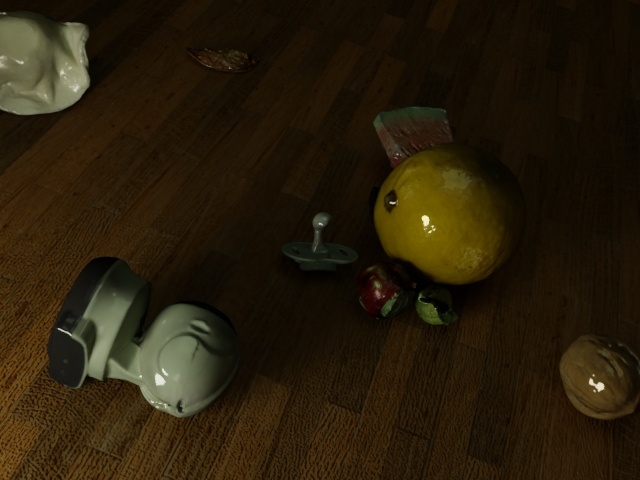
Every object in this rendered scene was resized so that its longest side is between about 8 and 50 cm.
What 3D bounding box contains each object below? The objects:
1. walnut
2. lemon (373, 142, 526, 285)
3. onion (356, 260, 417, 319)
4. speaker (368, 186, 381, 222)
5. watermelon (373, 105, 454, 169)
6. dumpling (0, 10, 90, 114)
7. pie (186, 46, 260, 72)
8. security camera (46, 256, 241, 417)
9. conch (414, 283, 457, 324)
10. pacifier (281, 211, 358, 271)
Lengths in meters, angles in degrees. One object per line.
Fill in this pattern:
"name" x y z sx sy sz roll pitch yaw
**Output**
"walnut" 0.506 0.245 1.596 0.166 0.149 0.166 40 17 -15
"lemon" 0.255 -0.050 1.743 0.297 0.297 0.297 10 40 -8
"onion" 0.120 0.087 1.663 0.118 0.118 0.117 44 11 29
"speaker" 0.217 -0.066 1.928 0.218 0.044 0.082 7 40 -11
"watermelon" 0.228 -0.176 1.990 0.193 0.140 0.257 -8 48 -18
"dumpling" -0.658 -0.381 1.941 0.318 0.187 0.243 -7 84 -15
"pie" -0.238 -0.453 2.235 0.191 0.033 0.088 4 45 -15
"security camera" -0.262 0.159 1.397 0.277 0.197 0.191 25 49 0
"conch" 0.218 0.122 1.684 0.089 0.074 0.121 37 4 22
"pacifier" 0.000 0.000 1.727 0.150 0.117 0.127 3 16 -11
